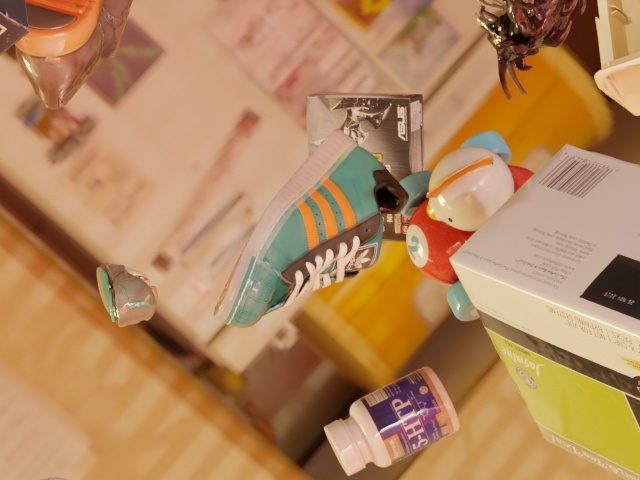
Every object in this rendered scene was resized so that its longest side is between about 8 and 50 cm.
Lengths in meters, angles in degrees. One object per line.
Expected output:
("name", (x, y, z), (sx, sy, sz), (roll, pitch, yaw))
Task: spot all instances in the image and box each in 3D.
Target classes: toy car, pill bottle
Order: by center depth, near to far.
("toy car", (0.191, -0.048, 2.182), (0.210, 0.219, 0.238), (-31, 153, 10))
("pill bottle", (0.107, 0.280, 2.469), (0.187, 0.112, 0.112), (-27, -170, -6))

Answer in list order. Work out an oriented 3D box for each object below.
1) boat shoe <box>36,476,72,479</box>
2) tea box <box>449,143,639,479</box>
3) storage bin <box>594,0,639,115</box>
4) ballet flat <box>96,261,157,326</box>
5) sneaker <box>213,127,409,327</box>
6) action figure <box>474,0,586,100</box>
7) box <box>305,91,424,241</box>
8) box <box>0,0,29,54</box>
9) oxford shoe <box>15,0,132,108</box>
("boat shoe", (-0.286, 0.237, 1.402), (0.083, 0.065, 0.183), (7, -174, 36))
("tea box", (0.374, 0.107, 1.800), (0.220, 0.323, 0.329), (-43, -143, -19))
("storage bin", (0.331, -0.264, 1.309), (0.260, 0.123, 0.262), (-18, -115, 32))
("ballet flat", (-0.247, 0.070, 2.103), (0.068, 0.072, 0.213), (-10, -169, -11))
("sneaker", (0.000, 0.000, 1.687), (0.302, 0.121, 0.108), (-53, 175, -44))
("action figure", (0.223, -0.295, 1.720), (0.164, 0.141, 0.275), (-14, 131, -56))
("box", (0.073, -0.118, 2.563), (0.183, 0.231, 0.056), (4, -166, 25))
("box", (-0.522, -0.266, 1.726), (0.296, 0.294, 0.182), (-34, -133, 22))
("oxford shoe", (-0.286, -0.304, 1.974), (0.363, 0.130, 0.132), (-67, 164, -46))
